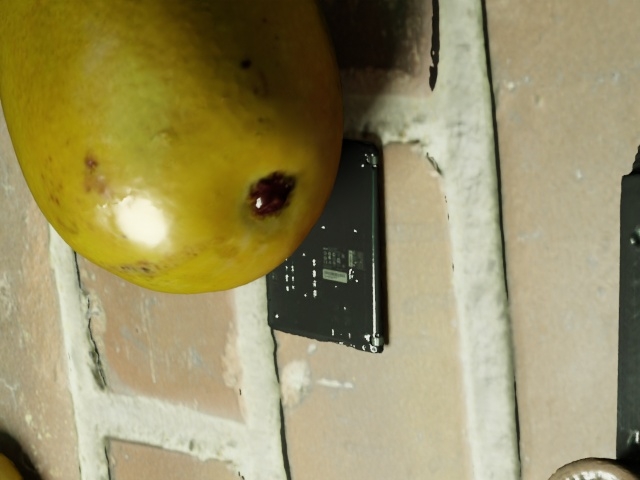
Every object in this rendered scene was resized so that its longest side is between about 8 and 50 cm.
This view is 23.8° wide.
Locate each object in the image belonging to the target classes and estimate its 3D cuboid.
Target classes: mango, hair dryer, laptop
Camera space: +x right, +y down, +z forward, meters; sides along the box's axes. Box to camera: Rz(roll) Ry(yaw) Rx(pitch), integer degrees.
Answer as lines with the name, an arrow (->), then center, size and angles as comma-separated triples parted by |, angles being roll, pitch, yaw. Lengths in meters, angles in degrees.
mango -> -0.140, -0.170, 1.216 | 0.300, 0.232, 0.445 | -43, 63, 43
hair dryer -> 0.242, 0.079, 1.040 | 0.107, 0.189, 0.352 | -3, 78, 41
laptop -> 0.000, 0.000, 1.283 | 0.129, 0.016, 0.180 | 9, 107, 38

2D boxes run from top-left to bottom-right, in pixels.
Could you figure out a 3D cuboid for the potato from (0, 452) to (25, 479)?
potato -> -0.369, 0.296, 1.610 | 0.203, 0.178, 0.158 | -10, 73, 54
